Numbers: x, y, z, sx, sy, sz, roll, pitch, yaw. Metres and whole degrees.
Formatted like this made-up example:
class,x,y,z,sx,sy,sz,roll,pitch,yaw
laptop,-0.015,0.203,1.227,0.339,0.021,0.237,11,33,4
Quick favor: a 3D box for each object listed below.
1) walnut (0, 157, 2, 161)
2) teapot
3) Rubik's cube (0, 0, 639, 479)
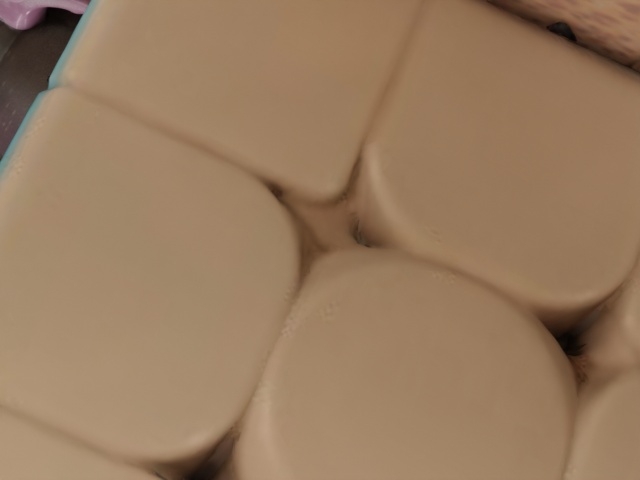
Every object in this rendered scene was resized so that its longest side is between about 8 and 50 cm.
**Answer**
class,x,y,z,sx,sy,sz,roll,pitch,yaw
walnut,-0.186,-0.028,0.876,0.224,0.224,0.224,24,174,3
teapot,-0.133,-0.079,0.714,0.146,0.116,0.148,35,175,-12
Rubik's cube,-0.003,0.093,0.520,0.291,0.292,0.290,23,158,-6
